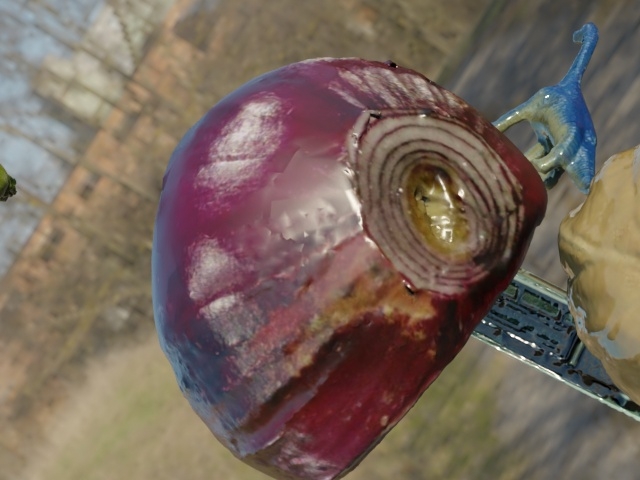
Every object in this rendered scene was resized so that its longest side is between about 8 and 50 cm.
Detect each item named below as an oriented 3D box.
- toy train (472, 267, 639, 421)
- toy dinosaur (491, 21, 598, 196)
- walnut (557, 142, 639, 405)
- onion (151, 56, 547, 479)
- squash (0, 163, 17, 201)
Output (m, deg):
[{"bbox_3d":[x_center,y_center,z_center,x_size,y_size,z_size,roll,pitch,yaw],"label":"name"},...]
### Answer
[{"bbox_3d":[0.206,0.070,1.777,0.086,0.407,0.088,-66,-12,13],"label":"toy train"},{"bbox_3d":[0.294,-0.142,1.870,0.188,0.075,0.247,-43,32,0],"label":"toy dinosaur"},{"bbox_3d":[0.280,0.018,1.177,0.225,0.225,0.261,-57,-18,18],"label":"walnut"},{"bbox_3d":[0.000,0.000,1.285,0.336,0.260,0.282,-52,8,-26],"label":"onion"},{"bbox_3d":[-0.440,-0.098,1.909,0.069,0.258,0.069,-21,53,31],"label":"squash"}]
